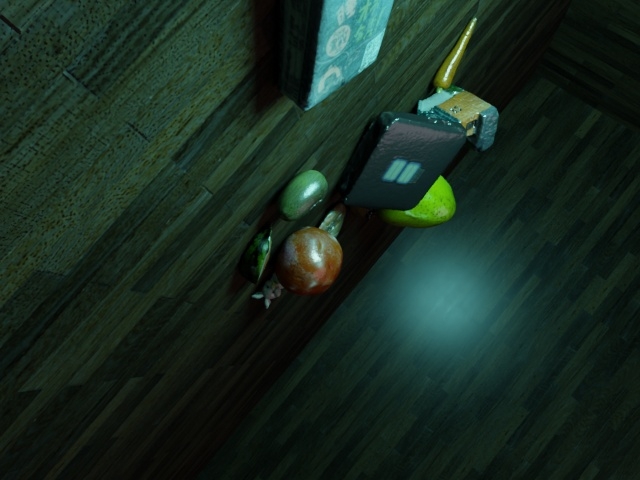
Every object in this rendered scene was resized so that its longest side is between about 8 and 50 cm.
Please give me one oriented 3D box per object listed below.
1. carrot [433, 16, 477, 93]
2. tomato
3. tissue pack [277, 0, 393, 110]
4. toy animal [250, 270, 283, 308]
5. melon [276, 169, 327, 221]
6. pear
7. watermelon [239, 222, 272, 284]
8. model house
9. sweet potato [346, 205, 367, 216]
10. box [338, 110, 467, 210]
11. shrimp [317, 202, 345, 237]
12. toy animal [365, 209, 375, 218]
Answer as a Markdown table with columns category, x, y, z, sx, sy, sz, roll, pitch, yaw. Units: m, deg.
| category | x | y | z | sx | sy | sz | roll | pitch | yaw |
| --- | --- | --- | --- | --- | --- | --- | --- | --- | --- |
| carrot | 0.443 | -0.613 | 1.521 | 0.061 | 0.061 | 0.257 | -22 | 138 | -61 |
| tomato | -0.033 | 0.072 | 1.463 | 0.232 | 0.188 | 0.232 | -46 | 155 | -29 |
| tissue pack | 0.038 | -0.394 | 0.749 | 0.228 | 0.103 | 0.316 | -45 | 165 | -27 |
| toy animal | -0.161 | 0.158 | 1.546 | 0.124 | 0.071 | 0.085 | -50 | -174 | -35 |
| melon | -0.049 | -0.113 | 1.174 | 0.162 | 0.099 | 0.099 | -46 | 164 | -20 |
| pear | 0.408 | -0.161 | 1.929 | 0.342 | 0.318 | 0.238 | 88 | 24 | -65 |
| watermelon | -0.173 | 0.053 | 1.301 | 0.119 | 0.063 | 0.245 | -56 | 171 | -40 |
| model house | 0.417 | -0.392 | 1.611 | 0.301 | 0.271 | 0.190 | -28 | 142 | -20 |
| sweet potato | 0.135 | -0.140 | 1.721 | 0.081 | 0.062 | 0.233 | -64 | 163 | -9 |
| box | 0.258 | -0.243 | 1.473 | 0.350 | 0.091 | 0.359 | 0 | 139 | -32 |
| shrimp | 0.000 | 0.000 | 1.663 | 0.164 | 0.062 | 0.317 | -12 | 135 | -60 |
| toy animal | 0.210 | -0.129 | 1.984 | 0.065 | 0.047 | 0.136 | -57 | 160 | -9 |
